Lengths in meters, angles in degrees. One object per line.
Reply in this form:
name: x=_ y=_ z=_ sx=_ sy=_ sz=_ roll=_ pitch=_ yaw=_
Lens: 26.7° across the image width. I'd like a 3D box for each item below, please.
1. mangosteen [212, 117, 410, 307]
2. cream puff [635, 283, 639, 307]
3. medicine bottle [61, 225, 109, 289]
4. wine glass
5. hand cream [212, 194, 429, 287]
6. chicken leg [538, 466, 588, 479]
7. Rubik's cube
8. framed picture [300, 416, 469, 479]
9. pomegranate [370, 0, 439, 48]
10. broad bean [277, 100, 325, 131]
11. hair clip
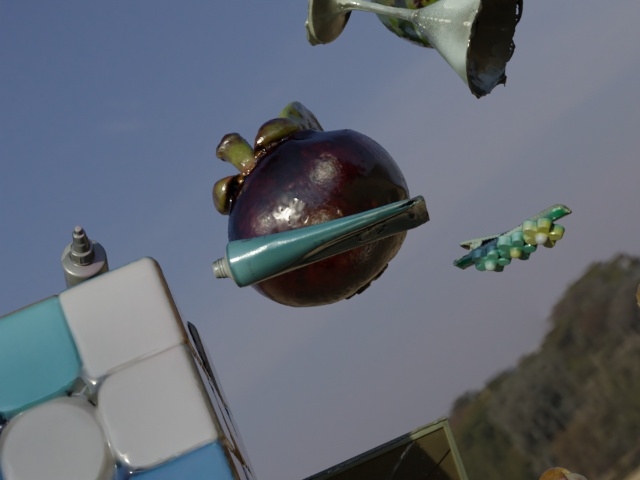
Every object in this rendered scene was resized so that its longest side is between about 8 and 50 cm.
mangosteen: x=-0.009 y=-0.049 z=2.033 sx=0.297 sy=0.293 sz=0.297 roll=-18 pitch=5 yaw=2
cream puff: x=0.549 y=0.092 z=2.202 sx=0.058 sy=0.083 sz=0.083 roll=-8 pitch=-21 yaw=-29
medicine bottle: x=-0.289 y=0.039 z=1.664 sx=0.057 sy=0.057 sz=0.199 roll=-35 pitch=-25 yaw=-22
wine glass: x=0.105 y=-0.265 z=1.595 sx=0.156 sy=0.232 sz=0.156 roll=-41 pitch=-41 yaw=-48
hand cream: x=0.000 y=0.000 z=1.362 sx=0.224 sy=0.048 sz=0.083 roll=-17 pitch=-18 yaw=4
chicken leg: x=0.208 y=0.324 z=1.187 sx=0.107 sy=0.251 sz=0.087 roll=0 pitch=-26 yaw=23
Rubik's cube: x=-0.257 y=0.276 z=1.522 sx=0.346 sy=0.347 sz=0.344 roll=-24 pitch=-23 yaw=-3
framed picture: x=0.079 y=0.355 z=1.735 sx=0.250 sy=0.184 sz=0.016 roll=-23 pitch=15 yaw=-11
pomegranate: x=0.174 y=-0.328 z=1.832 sx=0.202 sy=0.202 sz=0.248 roll=-37 pitch=-41 yaw=-14
broad bean: x=-0.023 y=-0.166 z=2.324 sx=0.072 sy=0.153 sz=0.207 roll=-26 pitch=-18 yaw=6
hair clip: x=0.209 y=0.004 z=1.466 sx=0.049 sy=0.049 sz=0.173 roll=-30 pitch=2 yaw=-38
